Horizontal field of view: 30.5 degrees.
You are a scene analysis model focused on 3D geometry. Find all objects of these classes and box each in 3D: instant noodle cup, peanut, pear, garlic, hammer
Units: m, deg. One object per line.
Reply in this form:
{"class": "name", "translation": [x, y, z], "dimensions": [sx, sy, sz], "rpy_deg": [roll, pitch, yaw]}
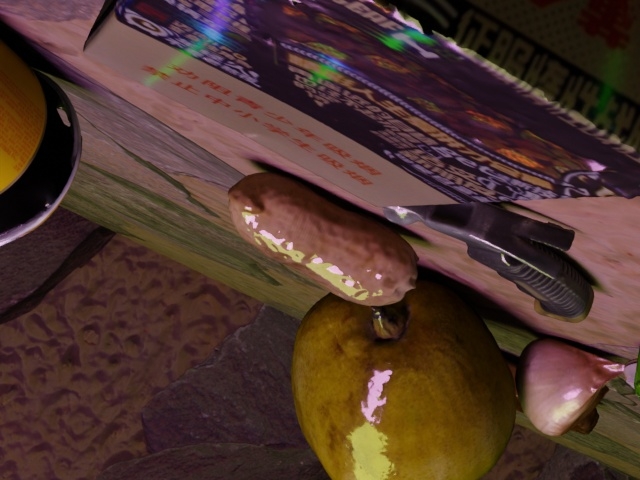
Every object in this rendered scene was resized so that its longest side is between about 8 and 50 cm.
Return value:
{"class": "instant noodle cup", "translation": [-0.358, -0.124, 1.096], "dimensions": [0.216, 0.215, 0.236], "rpy_deg": [22, 165, 14]}
{"class": "peanut", "translation": [0.000, 0.000, 1.196], "dimensions": [0.214, 0.099, 0.099], "rpy_deg": [24, 173, -14]}
{"class": "pear", "translation": [0.097, 0.169, 1.454], "dimensions": [0.287, 0.287, 0.375], "rpy_deg": [21, 154, 23]}
{"class": "garlic", "translation": [0.303, 0.187, 1.480], "dimensions": [0.128, 0.115, 0.206], "rpy_deg": [30, 171, 7]}
{"class": "hammer", "translation": [0.168, 0.017, 0.981], "dimensions": [0.159, 0.041, 0.226], "rpy_deg": [20, 171, 42]}

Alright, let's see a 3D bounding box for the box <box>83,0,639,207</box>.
{"class": "box", "translation": [0.017, -0.093, 0.511], "dimensions": [0.198, 0.084, 0.310], "rpy_deg": [27, 172, -17]}

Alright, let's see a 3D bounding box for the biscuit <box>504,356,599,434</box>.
{"class": "biscuit", "translation": [0.291, 0.236, 2.021], "dimensions": [0.359, 0.074, 0.381], "rpy_deg": [29, 174, -22]}

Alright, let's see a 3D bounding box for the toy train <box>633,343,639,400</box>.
{"class": "toy train", "translation": [0.289, 0.099, 0.981], "dimensions": [0.044, 0.042, 0.209], "rpy_deg": [61, 178, 28]}

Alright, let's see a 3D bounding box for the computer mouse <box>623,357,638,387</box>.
{"class": "computer mouse", "translation": [0.398, 0.154, 1.194], "dimensions": [0.102, 0.044, 0.199], "rpy_deg": [29, 172, -26]}
